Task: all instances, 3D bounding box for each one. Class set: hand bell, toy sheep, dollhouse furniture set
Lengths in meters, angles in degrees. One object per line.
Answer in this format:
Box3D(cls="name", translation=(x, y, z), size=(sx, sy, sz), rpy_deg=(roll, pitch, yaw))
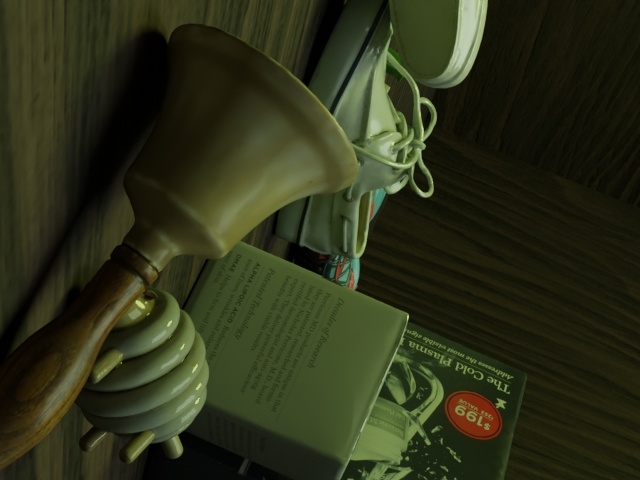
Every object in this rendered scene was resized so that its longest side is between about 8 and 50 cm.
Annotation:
Box3D(cls="hand bell", translation=(-0.100, 0.021, 0.521), size=(0.242, 0.126, 0.126), rpy_deg=(-53, 171, -16))
Box3D(cls="toy sheep", translation=(-0.108, 0.078, 0.602), size=(0.091, 0.091, 0.132), rpy_deg=(-61, 146, -52))
Box3D(cls="dollhouse furniture set", translation=(0.052, -0.198, 1.386), size=(0.151, 0.059, 0.076), rpy_deg=(-46, -161, 44))

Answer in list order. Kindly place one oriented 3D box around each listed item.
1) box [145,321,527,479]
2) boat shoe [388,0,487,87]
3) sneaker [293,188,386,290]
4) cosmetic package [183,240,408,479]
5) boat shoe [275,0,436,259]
Box3D(cls="box", translation=(0.021, 0.234, 1.139), size=(0.312, 0.343, 0.179), rpy_deg=(-62, 174, -51))
Box3D(cls="boat shoe", translation=(0.088, -0.272, 0.917), size=(0.096, 0.098, 0.277), rpy_deg=(-25, 115, -57))
Box3D(cls="sneaker", translation=(0.000, 0.000, 1.438), size=(0.125, 0.104, 0.261), rpy_deg=(-17, 127, -60))
Box3D(cls="cosmetic package", translation=(-0.038, 0.118, 0.937), size=(0.151, 0.184, 0.151), rpy_deg=(101, 13, -67))
Box3D(cls="boat shoe", translation=(0.056, -0.100, 1.108), size=(0.367, 0.156, 0.136), rpy_deg=(107, 8, -47))
